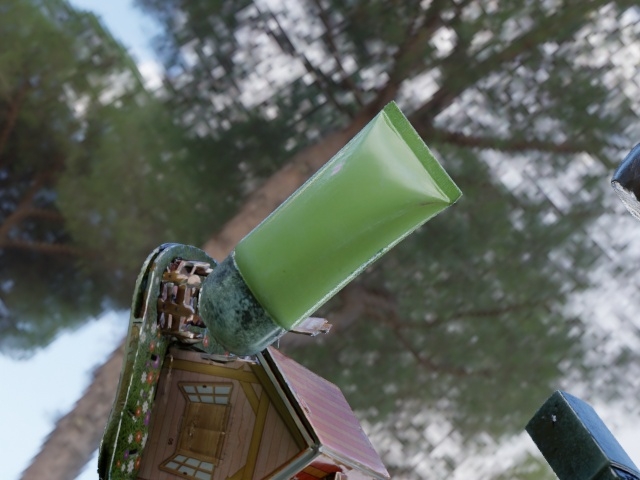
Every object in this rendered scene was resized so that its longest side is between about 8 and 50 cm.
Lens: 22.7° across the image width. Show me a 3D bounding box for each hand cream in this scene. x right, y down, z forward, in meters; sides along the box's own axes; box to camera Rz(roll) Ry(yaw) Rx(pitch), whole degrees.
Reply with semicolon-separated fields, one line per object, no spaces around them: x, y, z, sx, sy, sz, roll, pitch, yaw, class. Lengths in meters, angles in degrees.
0.000;0.000;0.977;0.046;0.175;0.095;41;12;-47;hand cream

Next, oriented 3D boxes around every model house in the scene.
-0.034;0.130;1.220;0.154;0.207;0.294;8;-13;19;model house

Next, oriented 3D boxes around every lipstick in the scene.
0.254;0.233;1.264;0.051;0.051;0.312;31;17;-33;lipstick

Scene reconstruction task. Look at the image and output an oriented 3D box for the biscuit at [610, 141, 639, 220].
0.415;0.043;1.286;0.407;0.091;0.407;37;5;-4;biscuit
